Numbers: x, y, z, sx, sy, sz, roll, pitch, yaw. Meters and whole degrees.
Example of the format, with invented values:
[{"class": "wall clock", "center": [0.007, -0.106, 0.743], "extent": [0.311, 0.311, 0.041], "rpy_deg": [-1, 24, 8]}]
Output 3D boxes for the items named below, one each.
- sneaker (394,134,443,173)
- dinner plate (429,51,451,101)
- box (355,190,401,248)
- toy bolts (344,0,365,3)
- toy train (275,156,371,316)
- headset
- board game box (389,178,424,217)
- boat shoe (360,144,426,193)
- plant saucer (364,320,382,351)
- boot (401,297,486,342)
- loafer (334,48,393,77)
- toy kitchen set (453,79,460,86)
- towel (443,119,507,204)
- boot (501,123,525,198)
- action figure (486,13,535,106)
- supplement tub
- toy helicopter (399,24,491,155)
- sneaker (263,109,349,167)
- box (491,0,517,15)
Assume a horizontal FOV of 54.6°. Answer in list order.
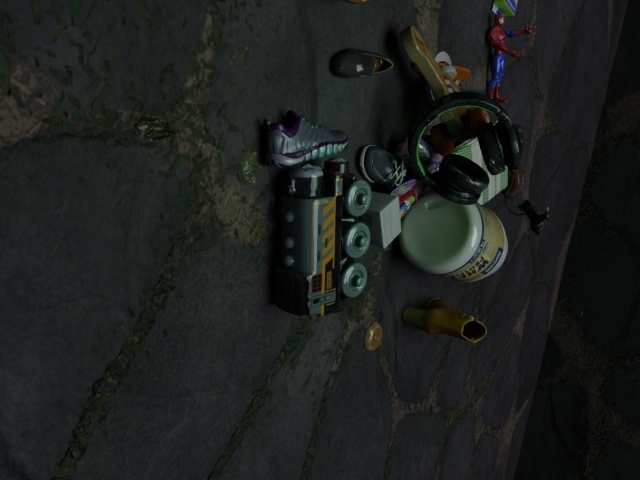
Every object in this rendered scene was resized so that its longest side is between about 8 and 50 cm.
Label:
[{"class": "sneaker", "center": [0.263, -0.233, 1.609], "extent": [0.236, 0.095, 0.105], "rpy_deg": [28, 70, -60]}, {"class": "dinner plate", "center": [0.337, -0.446, 1.705], "extent": [0.141, 0.017, 0.141], "rpy_deg": [-21, 116, -52]}, {"class": "box", "center": [0.123, -0.051, 1.446], "extent": [0.087, 0.101, 0.102], "rpy_deg": [-42, 134, -41]}, {"class": "toy bolts", "center": [0.047, -0.593, 1.185], "extent": [0.218, 0.158, 0.228], "rpy_deg": [28, 86, -14]}, {"class": "toy train", "center": [0.000, 0.000, 1.267], "extent": [0.190, 0.142, 0.334], "rpy_deg": [-12, 110, -43]}, {"class": "headset", "center": [0.383, -0.167, 1.457], "extent": [0.394, 0.243, 0.185], "rpy_deg": [36, 28, -25]}, {"class": "board game box", "center": [0.201, -0.078, 1.531], "extent": [0.133, 0.033, 0.169], "rpy_deg": [-14, 146, -44]}, {"class": "boat shoe", "center": [0.180, -0.164, 1.512], "extent": [0.254, 0.079, 0.095], "rpy_deg": [30, 77, -54]}, {"class": "plant saucer", "center": [0.144, 0.258, 1.650], "extent": [0.083, 0.015, 0.083], "rpy_deg": [-22, 118, -50]}, {"class": "boot", "center": [0.391, 0.244, 1.825], "extent": [0.295, 0.211, 0.104], "rpy_deg": [7, 95, -56]}, {"class": "loafer", "center": [0.092, -0.381, 1.333], "extent": [0.170, 0.061, 0.062], "rpy_deg": [-27, 123, -48]}, {"class": "toy kitchen set", "center": [0.387, -0.412, 1.709], "extent": [0.075, 0.068, 0.083], "rpy_deg": [-60, 142, -26]}, {"class": "towel", "center": [0.478, -0.212, 1.915], "extent": [0.325, 0.038, 0.248], "rpy_deg": [-33, 126, -33]}, {"class": "boot", "center": [0.593, -0.255, 2.065], "extent": [0.280, 0.096, 0.264], "rpy_deg": [-17, 118, -49]}, {"class": "action figure", "center": [0.587, -0.560, 1.927], "extent": [0.091, 0.139, 0.280], "rpy_deg": [-39, 128, -44]}, {"class": "supplement tub", "center": [0.377, -0.005, 1.712], "extent": [0.316, 0.228, 0.228], "rpy_deg": [16, 87, -55]}, {"class": "toy helicopter", "center": [0.297, -0.397, 1.532], "extent": [0.355, 0.140, 0.235], "rpy_deg": [44, 40, -39]}, {"class": "sneaker", "center": [-0.021, -0.211, 1.211], "extent": [0.223, 0.083, 0.098], "rpy_deg": [-27, 117, -48]}, {"class": "box", "center": [0.583, -0.785, 1.925], "extent": [0.109, 0.042, 0.178], "rpy_deg": [8, 93, -55]}]
